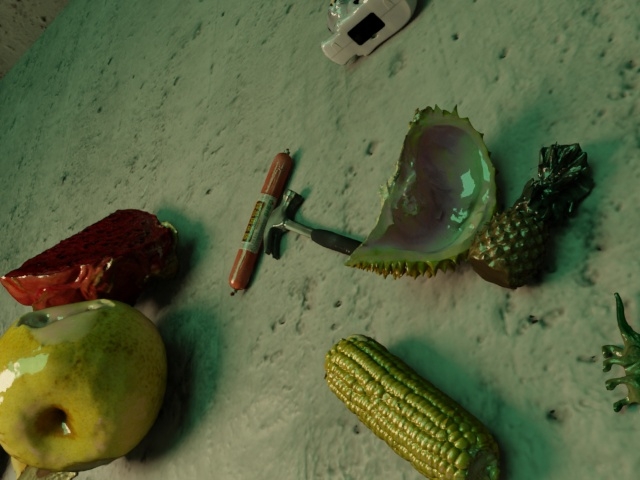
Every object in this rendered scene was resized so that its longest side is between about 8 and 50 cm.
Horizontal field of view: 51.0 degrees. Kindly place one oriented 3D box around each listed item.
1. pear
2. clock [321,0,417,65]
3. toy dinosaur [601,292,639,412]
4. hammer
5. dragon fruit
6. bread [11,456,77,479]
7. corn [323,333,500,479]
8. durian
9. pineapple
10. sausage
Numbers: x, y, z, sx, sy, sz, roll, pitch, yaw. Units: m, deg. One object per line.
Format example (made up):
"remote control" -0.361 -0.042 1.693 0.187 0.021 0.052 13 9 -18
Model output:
"pear" -0.353 0.202 0.995 0.271 0.271 0.271 -28 47 34
"clock" 0.074 -0.369 1.050 0.176 0.080 0.117 -32 44 33
"toy dinosaur" 0.268 0.097 0.560 0.060 0.029 0.120 -12 49 25
"hammer" 0.000 0.000 0.921 0.246 0.029 0.103 24 83 51
"dragon fruit" -0.349 0.063 1.157 0.204 0.152 0.317 -1 21 25
"bread" -0.476 0.344 1.168 0.134 0.085 0.173 -55 38 10
"corn" 0.080 0.166 0.670 0.080 0.080 0.238 -57 38 1
"durian" 0.112 -0.039 0.738 0.165 0.132 0.183 -22 46 28
"pineapple" 0.213 -0.029 0.672 0.159 0.074 0.074 -53 37 -7
"sausage" -0.093 -0.031 1.042 0.034 0.034 0.253 -1 65 48
